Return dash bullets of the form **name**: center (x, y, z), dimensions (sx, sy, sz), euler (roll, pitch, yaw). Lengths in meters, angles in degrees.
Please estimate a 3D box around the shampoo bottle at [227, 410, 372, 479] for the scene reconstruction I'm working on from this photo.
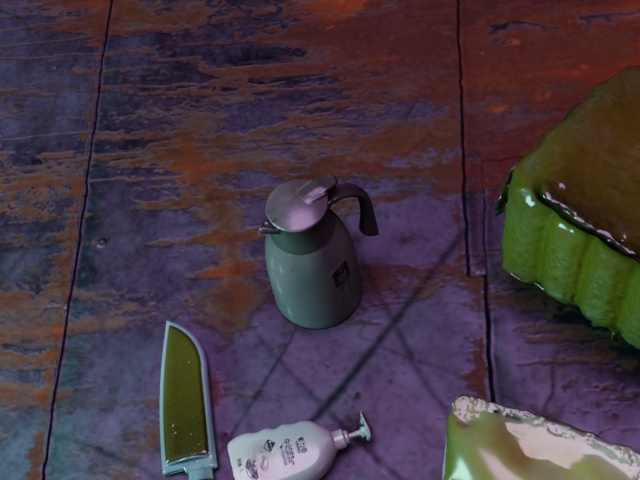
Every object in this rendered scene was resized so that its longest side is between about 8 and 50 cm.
- **shampoo bottle**: center (-0.017, 0.224, 1.038), dimensions (0.152, 0.045, 0.077), euler (-16, 57, -2)

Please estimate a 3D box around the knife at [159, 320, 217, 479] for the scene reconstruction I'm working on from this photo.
- **knife**: center (-0.143, 0.234, 1.063), dimensions (0.061, 0.027, 0.342), euler (-13, 57, 6)

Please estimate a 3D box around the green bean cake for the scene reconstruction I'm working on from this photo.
- **green bean cake**: center (0.371, -0.010, 1.049), dimensions (0.310, 0.202, 0.285), euler (38, 59, 26)

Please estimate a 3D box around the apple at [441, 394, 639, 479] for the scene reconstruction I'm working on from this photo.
- **apple**: center (0.230, 0.278, 0.928), dimensions (0.265, 0.120, 0.193), euler (16, 75, 21)

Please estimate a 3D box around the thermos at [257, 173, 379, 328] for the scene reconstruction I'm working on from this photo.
- **thermos**: center (0.000, 0.000, 1.087), dimensions (0.137, 0.193, 0.105), euler (-28, 57, -9)
